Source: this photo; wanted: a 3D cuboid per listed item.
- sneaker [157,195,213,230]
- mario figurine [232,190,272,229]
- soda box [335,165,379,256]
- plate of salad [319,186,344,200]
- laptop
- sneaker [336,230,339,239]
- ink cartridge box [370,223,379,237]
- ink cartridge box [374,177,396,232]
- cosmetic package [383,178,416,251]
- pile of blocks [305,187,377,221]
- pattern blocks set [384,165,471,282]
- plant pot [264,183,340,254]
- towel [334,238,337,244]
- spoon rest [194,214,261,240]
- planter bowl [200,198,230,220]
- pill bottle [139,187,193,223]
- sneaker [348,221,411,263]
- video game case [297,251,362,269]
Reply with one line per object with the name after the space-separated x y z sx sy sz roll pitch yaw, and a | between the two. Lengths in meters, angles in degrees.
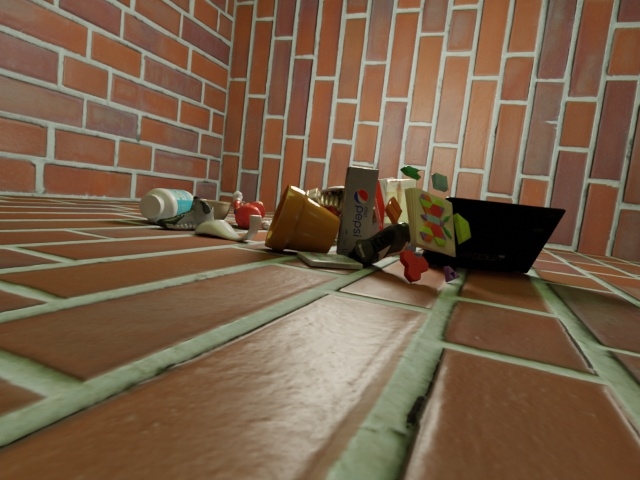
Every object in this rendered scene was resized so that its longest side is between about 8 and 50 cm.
-0.508 -0.107 1.604 0.086 0.132 0.229 12 7 42 | sneaker
-0.324 -0.143 2.023 0.198 0.170 0.320 7 4 -17 | mario figurine
0.116 -0.089 1.350 0.098 0.286 0.091 7 4 -3 | soda box
0.089 -0.201 1.909 0.200 0.048 0.200 1 -11 0 | plate of salad
0.512 -0.020 1.441 0.382 0.407 0.236 5 39 -8 | laptop
0.013 -0.037 1.823 0.115 0.090 0.232 -2 -1 -14 | sneaker
0.200 -0.077 2.004 0.134 0.231 0.078 12 43 45 | ink cartridge box
0.325 -0.138 1.940 0.091 0.308 0.385 -12 -1 18 | ink cartridge box
0.325 -0.106 1.704 0.129 0.153 0.296 1 41 11 | cosmetic package
0.079 -0.117 1.840 0.362 0.149 0.112 13 38 -1 | pile of blocks
0.291 -0.048 1.105 0.285 0.324 0.026 2 -22 -32 | pattern blocks set
-0.049 -0.045 1.309 0.188 0.205 0.205 21 3 -12 | plant pot
0.000 0.000 1.646 0.110 0.027 0.148 10 7 27 | towel
-0.326 -0.035 1.478 0.276 0.084 0.137 -6 -4 35 | spoon rest
-0.515 -0.136 2.007 0.162 0.109 0.162 7 5 -1 | planter bowl
-0.633 -0.141 1.740 0.146 0.146 0.264 7 6 8 | pill bottle
0.153 0.018 1.157 0.106 0.078 0.234 -10 -15 -30 | sneaker
0.022 0.054 1.163 0.143 0.019 0.157 5 6 -17 | video game case
